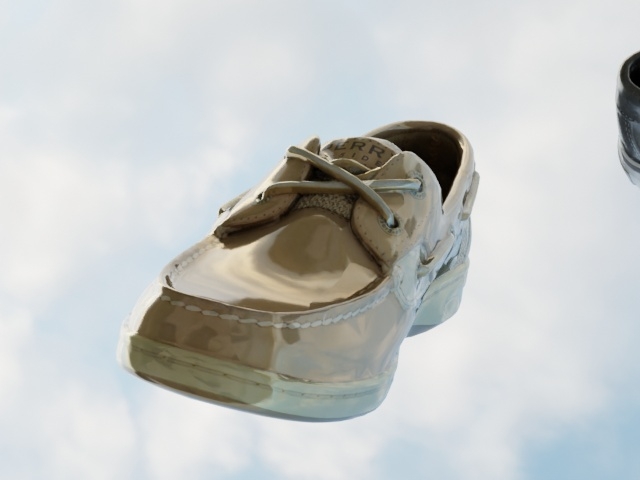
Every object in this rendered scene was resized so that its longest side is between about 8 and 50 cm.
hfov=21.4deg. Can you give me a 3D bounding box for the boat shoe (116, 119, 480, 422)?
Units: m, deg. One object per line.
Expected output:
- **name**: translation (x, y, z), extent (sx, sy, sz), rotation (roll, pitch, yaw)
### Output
- **boat shoe**: translation (0.000, 0.000, 0.827), extent (0.121, 0.341, 0.110), rotation (17, -76, 13)

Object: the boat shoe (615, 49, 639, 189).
- **boat shoe**: translation (0.235, -0.071, 0.713), extent (0.228, 0.076, 0.080), rotation (-5, -129, 19)
